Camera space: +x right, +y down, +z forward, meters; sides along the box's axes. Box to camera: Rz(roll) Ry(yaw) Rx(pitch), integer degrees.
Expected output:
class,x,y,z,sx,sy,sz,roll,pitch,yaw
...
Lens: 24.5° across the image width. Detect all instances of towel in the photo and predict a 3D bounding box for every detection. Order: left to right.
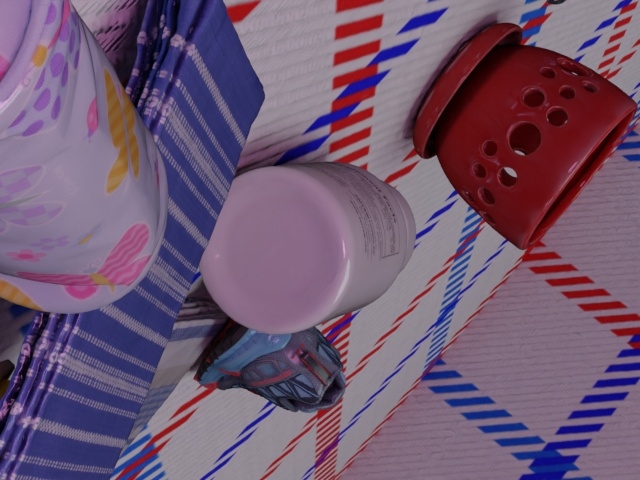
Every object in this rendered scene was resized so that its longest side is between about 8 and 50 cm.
class,x,y,z,sx,sy,sz,roll,pitch,yaw
towel,-0.193,0.161,1.224,0.285,0.034,0.209,-52,169,7
towel,-0.120,0.021,0.893,0.243,0.040,0.336,60,51,-78

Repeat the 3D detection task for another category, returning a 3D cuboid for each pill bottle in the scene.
class,x,y,z,sx,sy,sz,roll,pitch,yaw
pill bottle,0.000,0.000,1.228,0.131,0.131,0.229,-55,166,15

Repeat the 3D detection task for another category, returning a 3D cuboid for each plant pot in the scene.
class,x,y,z,sx,sy,sz,roll,pitch,yaw
plant pot,0.201,-0.112,1.516,0.191,0.174,0.191,-48,166,-16

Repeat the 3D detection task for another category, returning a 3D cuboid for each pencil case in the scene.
class,x,y,z,sx,sy,sz,roll,pitch,yaw
pencil case,-0.146,-0.049,0.649,0.273,0.124,0.114,79,9,-74

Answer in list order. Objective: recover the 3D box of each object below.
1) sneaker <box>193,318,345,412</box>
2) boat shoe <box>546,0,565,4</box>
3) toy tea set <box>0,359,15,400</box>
class,x,y,z,sx,sy,sz,roll,pitch,yaw
sneaker,-0.041,0.121,1.367,0.104,0.125,0.262,-53,-179,-8
boat shoe,0.226,-0.264,1.436,0.183,0.065,0.083,-35,158,-54
toy tea set,-0.250,0.230,0.860,0.200,0.124,0.336,-48,-177,42
